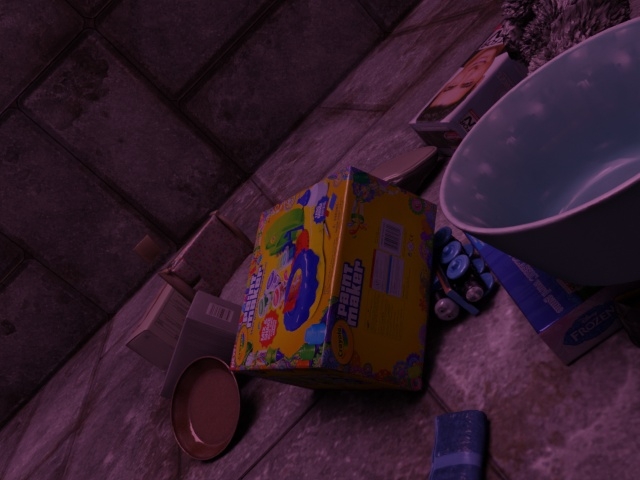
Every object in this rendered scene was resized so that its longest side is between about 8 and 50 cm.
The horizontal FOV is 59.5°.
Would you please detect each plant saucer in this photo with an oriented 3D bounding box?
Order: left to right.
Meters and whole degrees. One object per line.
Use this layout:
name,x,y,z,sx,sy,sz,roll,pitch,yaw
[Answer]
plant saucer,-0.222,0.333,1.120,0.199,0.036,0.198,-12,70,35

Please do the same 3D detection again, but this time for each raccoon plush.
raccoon plush,0.420,-0.404,0.901,0.216,0.446,0.299,-5,33,10

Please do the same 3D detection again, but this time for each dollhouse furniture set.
dollhouse furniture set,-0.172,0.024,1.264,0.303,0.355,0.174,-54,22,-24

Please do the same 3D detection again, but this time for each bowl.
bowl,0.301,-0.073,0.594,0.312,0.163,0.311,-38,23,19

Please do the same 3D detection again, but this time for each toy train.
toy train,0.200,0.054,0.878,0.105,0.080,0.184,-49,20,19

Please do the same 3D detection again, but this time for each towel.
towel,0.156,0.251,0.642,0.067,0.029,0.119,-28,26,39

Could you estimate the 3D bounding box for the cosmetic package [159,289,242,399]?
cosmetic package,-0.252,0.243,1.213,0.107,0.127,0.237,-84,18,-59

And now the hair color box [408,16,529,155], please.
hair color box,0.390,-0.355,1.239,0.374,0.113,0.185,-48,20,-5

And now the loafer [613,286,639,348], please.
loafer,0.375,0.051,0.544,0.170,0.061,0.062,-34,22,29

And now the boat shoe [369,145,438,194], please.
boat shoe,0.136,-0.095,1.263,0.335,0.095,0.112,-34,25,-12

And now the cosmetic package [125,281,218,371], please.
cosmetic package,-0.442,0.230,1.710,0.129,0.153,0.296,-35,21,33

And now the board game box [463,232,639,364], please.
board game box,0.366,-0.040,0.734,0.318,0.066,0.318,-41,21,13

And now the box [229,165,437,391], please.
box,0.017,0.080,0.894,0.279,0.177,0.289,-22,54,54
